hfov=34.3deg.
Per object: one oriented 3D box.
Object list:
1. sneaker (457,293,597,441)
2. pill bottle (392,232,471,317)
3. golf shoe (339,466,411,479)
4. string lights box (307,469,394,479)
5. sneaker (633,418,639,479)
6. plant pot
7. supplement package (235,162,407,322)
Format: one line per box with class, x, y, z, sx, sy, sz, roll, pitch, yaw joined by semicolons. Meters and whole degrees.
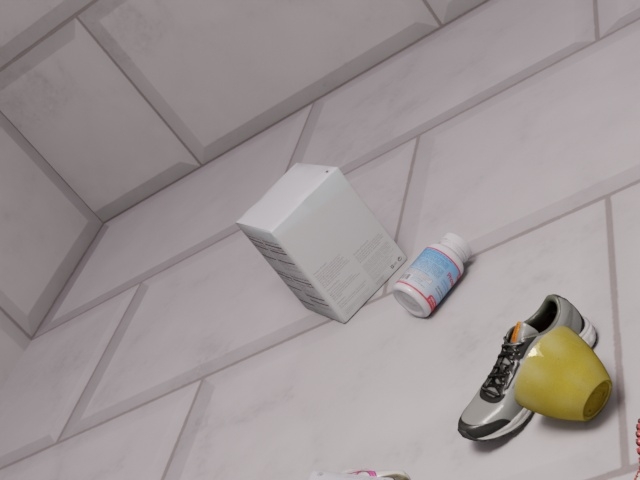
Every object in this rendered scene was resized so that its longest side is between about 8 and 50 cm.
sneaker;0.299;0.193;1.587;0.271;0.108;0.100;-46;25;-12
pill bottle;0.216;0.063;1.979;0.160;0.087;0.087;-48;24;-20
golf shoe;0.066;0.383;1.635;0.186;0.067;0.086;-23;26;34
string lights box;0.012;0.442;1.477;0.133;0.077;0.260;2;28;21
sneaker;0.427;0.290;1.235;0.092;0.088;0.225;-15;35;29
plant pot;0.356;0.203;1.478;0.134;0.134;0.095;-45;49;-14
supplement package;0.000;0.000;2.195;0.199;0.263;0.198;-45;23;-15
